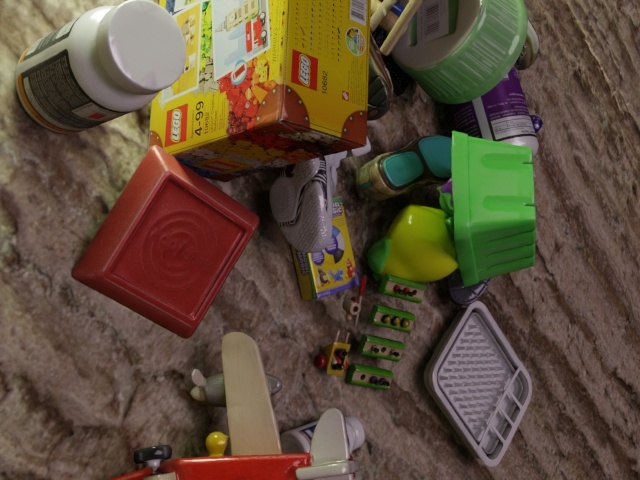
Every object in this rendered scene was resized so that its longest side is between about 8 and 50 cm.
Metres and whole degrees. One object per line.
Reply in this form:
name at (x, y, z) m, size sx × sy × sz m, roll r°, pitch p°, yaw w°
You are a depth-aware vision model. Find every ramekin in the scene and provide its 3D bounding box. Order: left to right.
ramekin at (0.297, -0.476, 1.918) m, size 0.148 × 0.303 × 0.303 m, roll 22°, pitch 70°, yaw -43°

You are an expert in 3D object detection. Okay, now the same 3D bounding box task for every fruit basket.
fruit basket at (0.284, -0.041, 1.861) m, size 0.392 × 0.392 × 0.283 m, roll 21°, pitch 63°, yaw -40°

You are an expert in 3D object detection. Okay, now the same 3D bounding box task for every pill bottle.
pill bottle at (-0.337, -0.264, 1.301) m, size 0.162 × 0.278 × 0.162 m, roll 6°, pitch 81°, yaw -43°
pill bottle at (0.005, 0.398, 1.668) m, size 0.169 × 0.094 × 0.094 m, roll -10°, pitch 91°, yaw -44°
pill bottle at (0.416, -0.285, 2.062) m, size 0.181 × 0.181 × 0.323 m, roll -5°, pitch 77°, yaw -44°

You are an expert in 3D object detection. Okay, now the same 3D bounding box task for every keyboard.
keyboard at (0.150, -0.421, 1.969) m, size 0.180 × 0.023 × 0.108 m, roll 53°, pitch 53°, yaw -25°

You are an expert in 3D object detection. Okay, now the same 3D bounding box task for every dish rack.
dish rack at (0.372, 0.342, 2.045) m, size 0.333 × 0.072 × 0.285 m, roll 56°, pitch 52°, yaw -24°

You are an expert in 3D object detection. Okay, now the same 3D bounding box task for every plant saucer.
plant saucer at (-0.246, 0.013, 1.454) m, size 0.258 × 0.048 × 0.259 m, roll 36°, pitch 80°, yaw -35°

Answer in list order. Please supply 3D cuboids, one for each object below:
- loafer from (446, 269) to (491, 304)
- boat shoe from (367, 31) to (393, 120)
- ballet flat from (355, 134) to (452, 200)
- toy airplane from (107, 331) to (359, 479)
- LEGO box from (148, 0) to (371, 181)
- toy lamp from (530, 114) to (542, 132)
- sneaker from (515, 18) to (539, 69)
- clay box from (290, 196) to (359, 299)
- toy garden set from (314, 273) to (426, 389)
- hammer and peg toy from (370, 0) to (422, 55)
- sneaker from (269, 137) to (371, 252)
loafer at (0.373, 0.027, 2.075) m, size 0.109 × 0.095 × 0.302 m, roll 18°, pitch 70°, yaw -1°
boat shoe at (0.063, -0.412, 1.831) m, size 0.324 × 0.122 × 0.120 m, roll 67°, pitch 25°, yaw -5°
ballet flat at (0.203, -0.162, 1.923) m, size 0.348 × 0.123 × 0.123 m, roll -20°, pitch 99°, yaw -47°
toy airplane at (-0.120, 0.403, 1.428) m, size 0.384 × 0.272 × 0.386 m, roll 37°, pitch 70°, yaw 2°
LEGO box at (-0.107, -0.385, 1.474) m, size 0.193 × 0.372 × 0.500 m, roll 11°, pitch 76°, yaw -42°
toy lamp at (0.492, -0.389, 2.259) m, size 0.275 × 0.080 × 0.080 m, roll 46°, pitch 56°, yaw -32°
sneaker at (0.423, -0.564, 2.201) m, size 0.182 × 0.158 × 0.410 m, roll -40°, pitch 135°, yaw 5°
clay box at (0.000, 0.000, 1.746) m, size 0.127 × 0.053 × 0.222 m, roll -16°, pitch 96°, yaw -43°
toy garden set at (0.110, 0.190, 1.768) m, size 0.204 × 0.049 × 0.244 m, roll 17°, pitch 95°, yaw -34°
hammer and peg toy at (0.173, -0.532, 1.733) m, size 0.127 × 0.266 × 0.361 m, roll 37°, pitch 19°, yaw -6°
sneaker at (0.007, -0.141, 1.675) m, size 0.210 × 0.137 × 0.366 m, roll 10°, pitch 60°, yaw -44°
